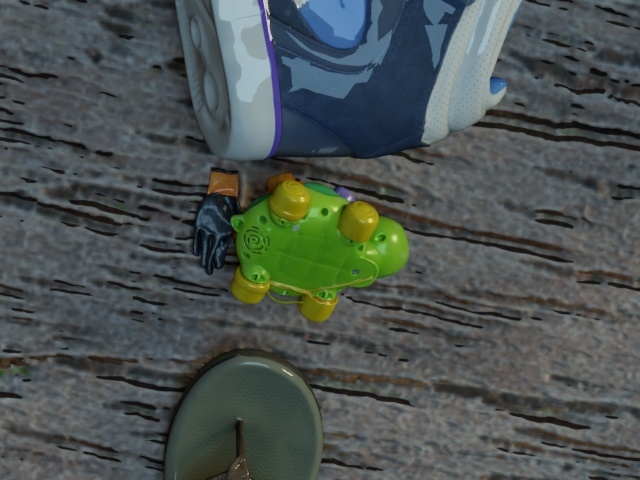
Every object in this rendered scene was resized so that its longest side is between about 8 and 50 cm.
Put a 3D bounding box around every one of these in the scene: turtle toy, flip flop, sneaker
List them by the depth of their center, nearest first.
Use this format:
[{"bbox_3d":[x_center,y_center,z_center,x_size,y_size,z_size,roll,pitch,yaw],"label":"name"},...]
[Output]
[{"bbox_3d":[0.025,-0.214,1.108,0.236,0.130,0.322,-9,98,-20],"label":"sneaker"},{"bbox_3d":[0.000,0.000,1.152,0.130,0.066,0.095,16,122,-19],"label":"turtle toy"},{"bbox_3d":[-0.072,0.209,1.181,0.112,0.080,0.277,21,96,-15],"label":"flip flop"}]

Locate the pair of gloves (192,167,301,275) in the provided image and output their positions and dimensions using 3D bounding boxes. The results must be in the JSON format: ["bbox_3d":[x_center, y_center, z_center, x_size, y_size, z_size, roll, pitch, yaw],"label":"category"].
[{"bbox_3d":[-0.045,-0.009,1.181,0.083,0.010,0.074,7,99,-12],"label":"pair of gloves"}]
